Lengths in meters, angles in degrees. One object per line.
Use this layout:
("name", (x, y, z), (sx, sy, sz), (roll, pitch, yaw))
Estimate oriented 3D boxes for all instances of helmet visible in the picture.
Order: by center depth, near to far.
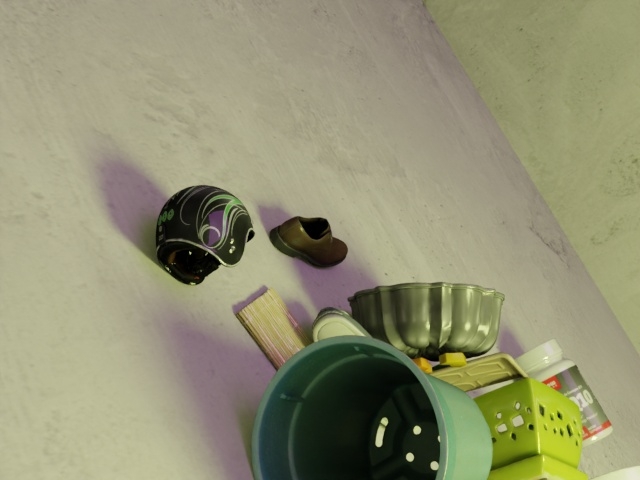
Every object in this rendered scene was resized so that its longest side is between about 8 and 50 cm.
("helmet", (-0.202, -0.018, 1.605), (0.169, 0.169, 0.161), (40, 47, -26))

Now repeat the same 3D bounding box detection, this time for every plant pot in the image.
("plant pot", (0.118, 0.346, 1.539), (0.334, 0.341, 0.341), (21, 41, -57))
("plant pot", (0.444, 0.461, 2.018), (0.227, 0.228, 0.207), (30, 43, -39))

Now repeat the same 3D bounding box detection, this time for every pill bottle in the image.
("pill bottle", (0.638, 0.416, 2.434), (0.161, 0.161, 0.283), (-1, 59, -58))

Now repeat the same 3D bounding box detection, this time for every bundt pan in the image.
("bundt pan", (0.220, 0.181, 1.902), (0.331, 0.331, 0.124), (19, 67, -49))

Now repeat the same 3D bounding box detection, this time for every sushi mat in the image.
("sushi mat", (-0.030, 0.237, 1.738), (0.316, 0.019, 0.151), (53, 26, -1))

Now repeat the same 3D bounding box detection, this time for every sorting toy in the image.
("sorting toy", (0.300, 0.269, 1.919), (0.307, 0.229, 0.041), (41, 38, -59))

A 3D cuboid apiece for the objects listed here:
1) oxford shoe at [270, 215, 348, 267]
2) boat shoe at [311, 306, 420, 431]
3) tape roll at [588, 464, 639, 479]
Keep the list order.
("oxford shoe", (0.000, 0.000, 1.978), (0.227, 0.096, 0.082), (16, 44, -53))
("boat shoe", (0.102, 0.253, 1.827), (0.319, 0.116, 0.099), (47, 8, -17))
("tape roll", (0.672, 0.621, 2.115), (0.286, 0.286, 0.100), (23, 41, -46))
